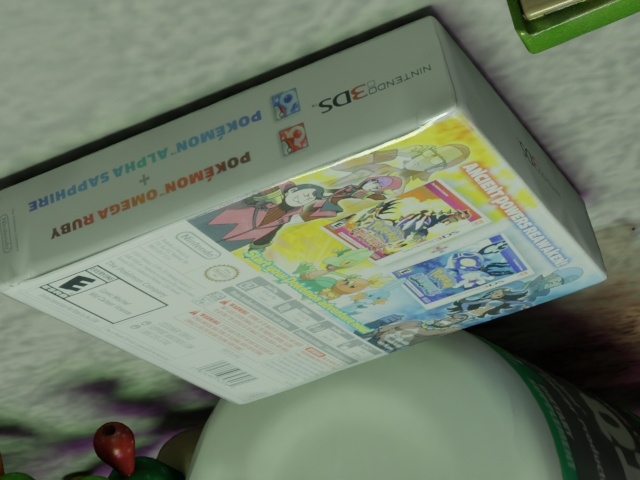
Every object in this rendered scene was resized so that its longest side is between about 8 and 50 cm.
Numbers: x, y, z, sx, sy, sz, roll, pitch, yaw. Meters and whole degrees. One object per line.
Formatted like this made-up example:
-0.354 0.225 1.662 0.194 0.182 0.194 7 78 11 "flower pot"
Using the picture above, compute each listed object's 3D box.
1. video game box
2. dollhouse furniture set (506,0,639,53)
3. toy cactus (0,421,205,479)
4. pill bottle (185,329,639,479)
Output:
0.000 0.000 0.653 0.187 0.048 0.205 -18 156 18 "video game box"
0.058 -0.107 0.405 0.059 0.076 0.152 -19 156 13 "dollhouse furniture set"
-0.107 0.138 0.878 0.181 0.112 0.219 -25 158 -20 "toy cactus"
0.100 0.172 0.891 0.204 0.204 0.361 -23 155 23 "pill bottle"
